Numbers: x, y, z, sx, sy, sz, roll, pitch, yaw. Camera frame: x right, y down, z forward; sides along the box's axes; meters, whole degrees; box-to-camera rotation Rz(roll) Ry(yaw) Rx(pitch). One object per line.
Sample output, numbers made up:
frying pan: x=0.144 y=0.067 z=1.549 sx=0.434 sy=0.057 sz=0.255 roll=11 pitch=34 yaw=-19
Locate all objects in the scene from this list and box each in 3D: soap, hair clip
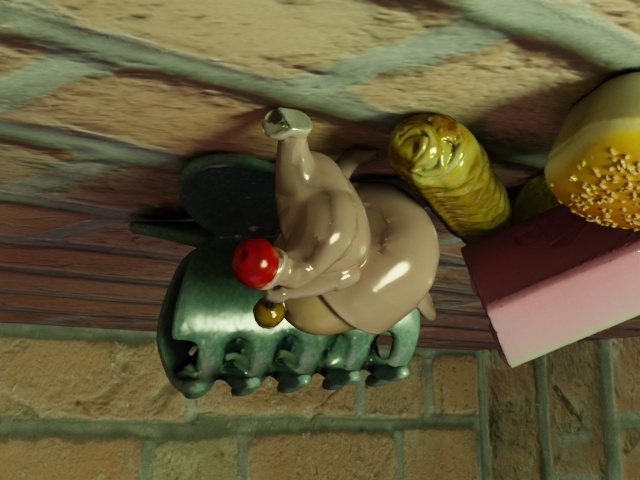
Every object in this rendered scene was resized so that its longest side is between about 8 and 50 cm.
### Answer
soap: x=0.277 y=0.016 z=1.149 sx=0.259 sy=0.081 sz=0.181 roll=-23 pitch=-162 yaw=8
hair clip: x=-0.041 y=0.059 z=1.349 sx=0.318 sy=0.238 sz=0.392 roll=0 pitch=170 yaw=-21

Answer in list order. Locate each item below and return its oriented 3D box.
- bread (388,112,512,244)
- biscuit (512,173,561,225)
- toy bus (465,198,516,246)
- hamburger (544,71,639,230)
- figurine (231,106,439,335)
bread: x=0.140 y=-0.054 z=1.163 sx=0.077 sy=0.084 sz=0.367 roll=-44 pitch=162 yaw=3
biscuit: x=0.250 y=-0.034 z=1.274 sx=0.023 sy=0.084 sz=0.084 roll=17 pitch=161 yaw=-34
toy bus: x=0.272 y=0.009 z=1.372 sx=0.126 sy=0.136 sz=0.209 roll=6 pitch=167 yaw=-35
hamburger: x=0.289 y=-0.071 z=0.975 sx=0.173 sy=0.116 sz=0.210 roll=3 pitch=169 yaw=-11
figurine: x=0.000 y=0.000 z=1.099 sx=0.186 sy=0.176 sz=0.287 roll=-33 pitch=154 yaw=13
